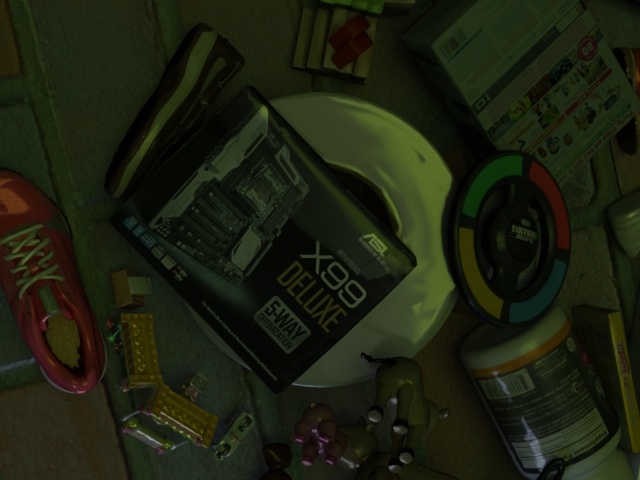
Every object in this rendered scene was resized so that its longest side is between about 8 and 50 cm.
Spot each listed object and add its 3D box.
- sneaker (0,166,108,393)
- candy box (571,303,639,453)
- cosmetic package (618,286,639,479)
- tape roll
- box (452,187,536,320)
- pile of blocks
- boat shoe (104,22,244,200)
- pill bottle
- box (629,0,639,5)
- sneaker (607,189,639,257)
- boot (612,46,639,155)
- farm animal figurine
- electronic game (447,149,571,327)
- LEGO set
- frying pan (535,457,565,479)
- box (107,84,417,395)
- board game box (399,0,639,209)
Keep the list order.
[{"bbox_3d":[-0.342,0.051,1.451,0.116,0.136,0.314,-25,99,-13],"label":"sneaker"},{"bbox_3d":[0.416,0.198,1.676,0.027,0.105,0.206,-13,97,-14],"label":"candy box"},{"bbox_3d":[0.598,0.227,1.730,0.284,0.097,0.377,10,90,-17],"label":"cosmetic package"},{"bbox_3d":[0.000,0.000,1.515,0.392,0.072,0.392,0,96,3],"label":"tape roll"},{"bbox_3d":[0.227,0.015,1.602,0.091,0.130,0.170,-9,95,-16],"label":"box"},{"bbox_3d":[0.087,-0.371,1.538,0.149,0.112,0.362,35,87,-3],"label":"pile of blocks"},{"bbox_3d":[-0.182,-0.153,1.507,0.095,0.095,0.257,32,84,-20],"label":"boat shoe"},{"bbox_3d":[0.322,0.237,1.625,0.162,0.162,0.278,-31,101,-11],"label":"pill bottle"},{"bbox_3d":[0.517,-0.473,1.668,0.293,0.073,0.295,21,79,-15],"label":"box"},{"bbox_3d":[0.528,-0.048,1.717,0.212,0.080,0.094,-27,111,-5],"label":"sneaker"},{"bbox_3d":[0.475,-0.204,1.696,0.084,0.059,0.158,-3,93,-20],"label":"boot"},{"bbox_3d":[0.083,0.301,1.534,0.327,0.172,0.330,40,126,-13],"label":"farm animal figurine"},{"bbox_3d":[0.246,-0.002,1.488,0.229,0.048,0.229,1,89,-39],"label":"electronic game"},{"bbox_3d":[-0.223,0.184,1.529,0.287,0.107,0.132,53,45,-7],"label":"LEGO set"},{"bbox_3d":[0.273,0.461,1.612,0.197,0.053,0.326,43,112,-16],"label":"frying pan"},{"bbox_3d":[-0.069,-0.001,1.443,0.242,0.076,0.307,-43,92,8],"label":"box"},{"bbox_3d":[0.279,-0.227,1.580,0.224,0.097,0.303,-43,118,-9],"label":"board game box"}]
